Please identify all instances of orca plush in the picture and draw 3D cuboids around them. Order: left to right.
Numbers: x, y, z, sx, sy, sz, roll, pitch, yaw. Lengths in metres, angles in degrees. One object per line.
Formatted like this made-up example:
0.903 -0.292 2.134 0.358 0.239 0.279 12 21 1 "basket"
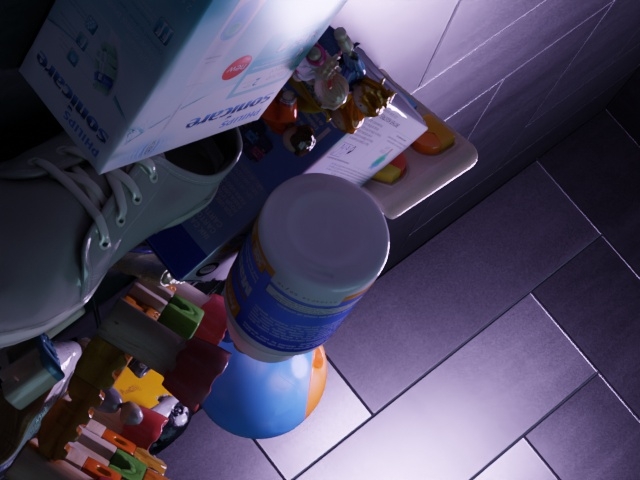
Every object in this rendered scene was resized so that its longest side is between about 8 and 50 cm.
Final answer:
-0.323 0.372 1.908 0.287 0.102 0.151 -28 167 -42 "orca plush"

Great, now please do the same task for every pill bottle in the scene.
-0.031 0.047 1.339 0.152 0.152 0.272 -33 167 -30 "pill bottle"

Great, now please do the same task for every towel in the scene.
-0.223 0.031 1.571 0.148 0.110 0.027 -16 121 -64 "towel"

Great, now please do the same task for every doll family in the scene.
-0.001 -0.182 1.173 0.118 0.163 0.263 -42 180 -16 "doll family"

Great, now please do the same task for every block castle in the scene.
-0.236 0.221 1.554 0.303 0.213 0.453 -56 -175 3 "block castle"

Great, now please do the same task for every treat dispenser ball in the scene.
-0.130 0.275 2.386 0.288 0.288 0.288 -38 169 -8 "treat dispenser ball"

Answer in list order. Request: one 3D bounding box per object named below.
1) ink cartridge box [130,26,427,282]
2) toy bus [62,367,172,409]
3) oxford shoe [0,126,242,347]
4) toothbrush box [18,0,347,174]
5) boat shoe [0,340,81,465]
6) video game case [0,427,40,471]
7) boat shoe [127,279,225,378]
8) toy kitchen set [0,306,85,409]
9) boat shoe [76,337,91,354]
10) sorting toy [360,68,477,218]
-0.077 -0.082 1.434 0.395 0.151 0.270 -42 168 11 "ink cartridge box"
-0.369 0.297 2.027 0.130 0.108 0.333 -41 170 15 "toy bus"
-0.226 -0.042 1.071 0.130 0.169 0.449 -44 176 39 "oxford shoe"
-0.086 -0.212 0.934 0.216 0.126 0.295 -27 165 -49 "toothbrush box"
-0.449 0.254 1.726 0.277 0.098 0.096 -46 167 28 "boat shoe"
-0.496 0.323 2.061 0.196 0.026 0.274 -31 166 -36 "video game case"
-0.216 0.116 1.918 0.306 0.105 0.113 -38 170 -3 "boat shoe"
-0.374 0.083 1.372 0.122 0.166 0.207 -37 -154 -7 "toy kitchen set"
-0.401 0.204 1.812 0.045 0.050 0.135 -36 170 -48 "boat shoe"
0.095 -0.147 1.599 0.193 0.208 0.038 -33 158 -30 "sorting toy"
